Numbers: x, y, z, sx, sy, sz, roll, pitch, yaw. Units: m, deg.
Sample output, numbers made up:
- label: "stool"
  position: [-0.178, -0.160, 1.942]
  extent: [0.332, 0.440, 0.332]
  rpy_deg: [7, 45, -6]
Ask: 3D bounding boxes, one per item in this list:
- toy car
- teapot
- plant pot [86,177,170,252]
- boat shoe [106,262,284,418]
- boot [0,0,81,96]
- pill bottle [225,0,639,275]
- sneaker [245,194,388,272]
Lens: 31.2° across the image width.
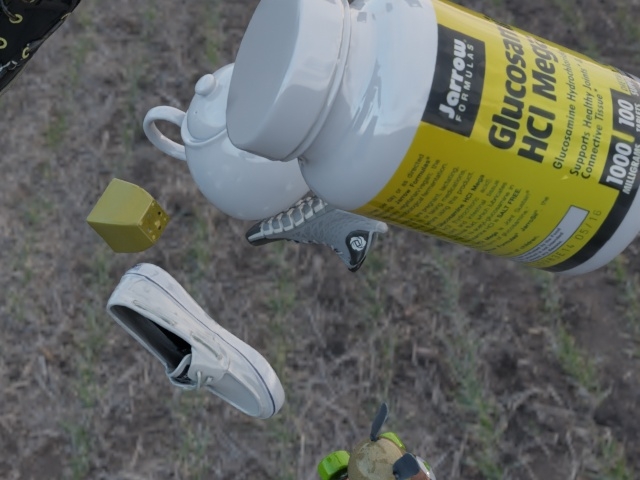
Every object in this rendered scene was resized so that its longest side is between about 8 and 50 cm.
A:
- label: "toy car"
  position: [0.091, 0.294, 1.472]
  extent: [0.149, 0.188, 0.155]
  rpy_deg: [-16, 51, -23]
- label: "teapot"
  position: [-0.109, -0.164, 1.621]
  extent: [0.256, 0.187, 0.252]
  rpy_deg: [-45, 33, 9]
- label: "plant pot"
  position: [-0.266, -0.032, 1.641]
  extent: [0.083, 0.081, 0.081]
  rpy_deg: [8, 58, 38]
- label: "boat shoe"
  position: [-0.160, 0.146, 1.456]
  extent: [0.096, 0.267, 0.088]
  rpy_deg: [-28, 20, 42]
- label: "boot"
  position: [-0.233, -0.188, 0.849]
  extent: [0.236, 0.085, 0.178]
  rpy_deg: [-48, 8, -7]
- label: "pill bottle"
  position: [0.101, -0.097, 0.947]
  extent: [0.334, 0.188, 0.188]
  rpy_deg: [15, 29, -23]
- label: "sneaker"
  position: [0.000, 0.000, 1.720]
  extent: [0.228, 0.132, 0.086]
  rpy_deg: [-22, 14, 32]
